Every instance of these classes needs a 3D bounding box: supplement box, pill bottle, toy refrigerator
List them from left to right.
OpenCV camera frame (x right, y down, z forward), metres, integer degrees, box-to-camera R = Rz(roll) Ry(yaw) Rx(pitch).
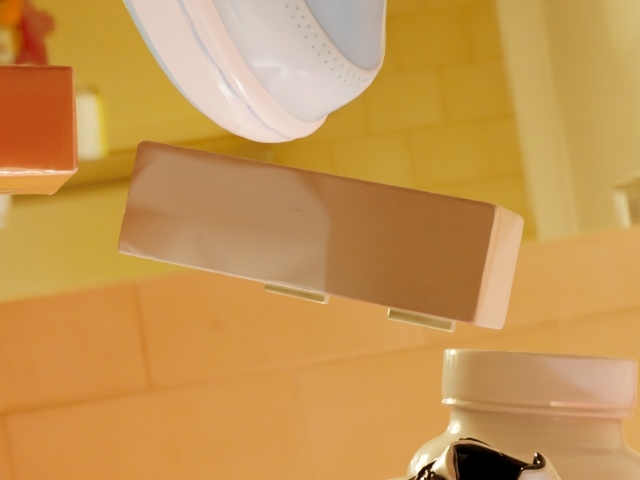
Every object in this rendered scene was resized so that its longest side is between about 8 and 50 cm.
[{"bbox_3d":[-0.221,-0.074,1.312,0.233,0.078,0.080,160,-72,-77],"label":"supplement box"},{"bbox_3d":[0.000,0.000,1.316,0.102,0.269,0.094,16,84,-73],"label":"toy refrigerator"},{"bbox_3d":[0.183,0.302,1.604,0.229,0.229,0.408,163,-69,-79],"label":"pill bottle"}]

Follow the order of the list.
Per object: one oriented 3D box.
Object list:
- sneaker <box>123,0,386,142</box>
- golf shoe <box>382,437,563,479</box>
[{"bbox_3d":[0.033,-0.192,0.518,0.127,0.208,0.319,-19,103,-65],"label":"sneaker"},{"bbox_3d":[0.084,0.164,1.188,0.198,0.077,0.094,-1,-60,36],"label":"golf shoe"}]
